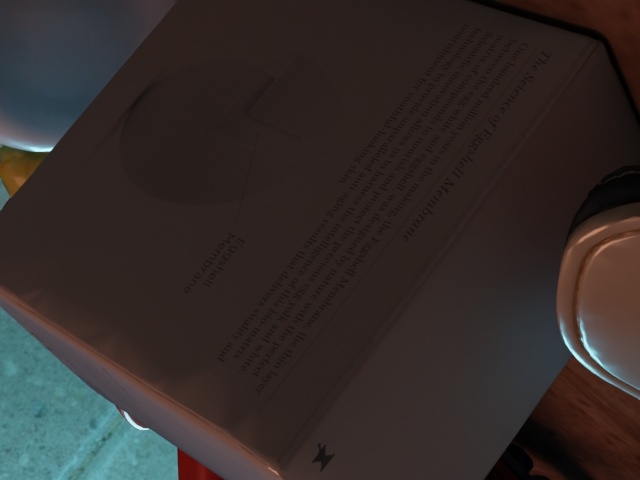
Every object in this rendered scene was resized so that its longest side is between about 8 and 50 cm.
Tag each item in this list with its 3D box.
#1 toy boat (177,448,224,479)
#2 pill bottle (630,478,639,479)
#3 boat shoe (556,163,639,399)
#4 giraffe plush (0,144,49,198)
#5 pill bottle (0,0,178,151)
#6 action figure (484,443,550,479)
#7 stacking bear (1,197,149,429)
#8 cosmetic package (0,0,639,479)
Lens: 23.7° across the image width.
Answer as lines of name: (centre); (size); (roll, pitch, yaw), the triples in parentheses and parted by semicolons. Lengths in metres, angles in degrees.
toy boat: (-0.007, 0.063, 0.986); (0.268, 0.148, 0.318); (7, -171, 20)
pill bottle: (0.280, 0.295, 1.106); (0.169, 0.169, 0.301); (25, 161, 44)
boat shoe: (0.169, 0.026, 0.642); (0.095, 0.079, 0.254); (-9, 150, 33)
giraffe plush: (-0.116, -0.049, 1.002); (0.210, 0.181, 0.170); (26, 165, -41)
pill bottle: (-0.214, -0.158, 0.869); (0.278, 0.162, 0.162); (24, 161, 44)
action figure: (0.079, 0.211, 1.237); (0.341, 0.178, 0.330); (48, -177, -7)
stacking bear: (-0.249, 0.043, 1.679); (0.289, 0.175, 0.164); (39, 171, 30)
cosmetic package: (0.000, 0.000, 0.707); (0.225, 0.224, 0.138); (27, 162, 41)
